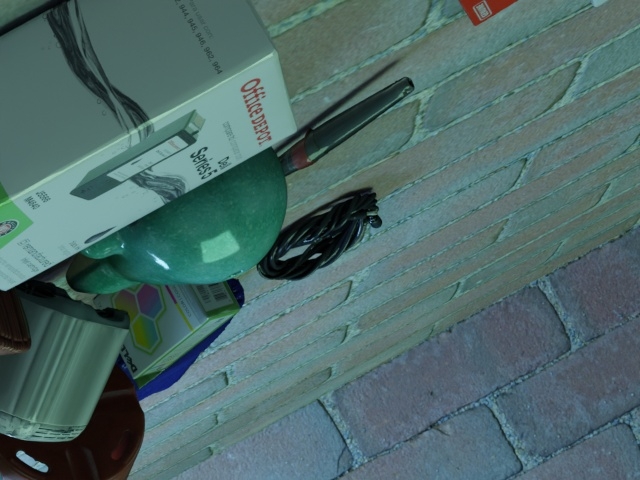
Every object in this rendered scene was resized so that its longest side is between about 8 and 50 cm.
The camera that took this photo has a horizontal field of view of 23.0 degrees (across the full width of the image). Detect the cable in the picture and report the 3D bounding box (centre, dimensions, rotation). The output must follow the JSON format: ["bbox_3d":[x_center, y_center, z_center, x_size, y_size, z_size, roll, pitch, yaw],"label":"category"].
[{"bbox_3d":[0.000,0.000,2.083,0.184,0.047,0.150,-28,168,-6],"label":"cable"}]

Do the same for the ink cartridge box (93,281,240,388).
[{"bbox_3d":[-0.196,0.088,1.836,0.062,0.109,0.209,-14,161,-50],"label":"ink cartridge box"}]

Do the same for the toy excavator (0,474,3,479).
[{"bbox_3d":[-0.576,0.361,1.767,0.433,0.222,0.445,-33,-166,-23],"label":"toy excavator"}]

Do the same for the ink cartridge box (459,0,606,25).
[{"bbox_3d":[0.241,-0.276,1.487,0.239,0.060,0.275,-33,168,9],"label":"ink cartridge box"}]

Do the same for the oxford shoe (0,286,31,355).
[{"bbox_3d":[-0.358,0.046,1.301,0.130,0.123,0.348,-27,159,11],"label":"oxford shoe"}]

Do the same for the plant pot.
[{"bbox_3d":[-0.347,0.271,1.932,0.272,0.272,0.265,-20,157,-37],"label":"plant pot"}]

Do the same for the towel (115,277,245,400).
[{"bbox_3d":[-0.243,0.154,2.111,0.227,0.076,0.308,-29,170,-34],"label":"towel"}]

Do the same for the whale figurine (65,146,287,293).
[{"bbox_3d":[-0.139,-0.004,1.511,0.216,0.141,0.272,-18,164,-44],"label":"whale figurine"}]

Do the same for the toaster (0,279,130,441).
[{"bbox_3d":[-0.287,0.117,1.581,0.227,0.129,0.146,33,76,-78],"label":"toaster"}]

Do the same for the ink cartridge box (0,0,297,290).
[{"bbox_3d":[-0.164,-0.090,1.165,0.273,0.115,0.198,-29,168,-3],"label":"ink cartridge box"}]

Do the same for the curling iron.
[{"bbox_3d":[-0.007,-0.100,1.684,0.274,0.035,0.068,-36,171,32],"label":"curling iron"}]
